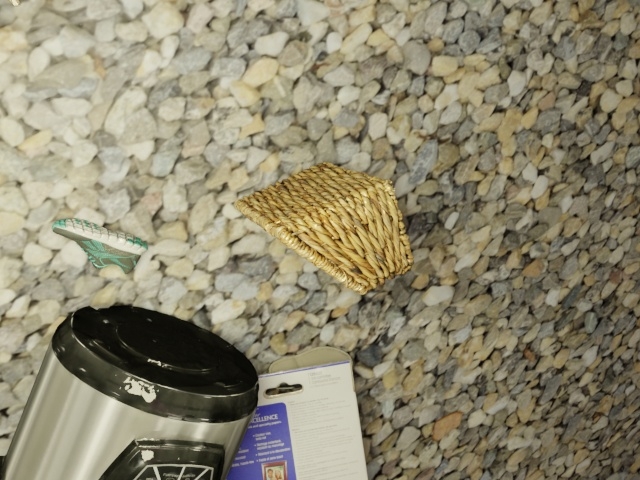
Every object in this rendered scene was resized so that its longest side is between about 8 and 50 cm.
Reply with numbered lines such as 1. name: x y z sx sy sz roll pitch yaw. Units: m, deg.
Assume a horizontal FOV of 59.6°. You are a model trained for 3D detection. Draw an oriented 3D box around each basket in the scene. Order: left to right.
1. basket: 0.000 0.000 1.046 0.223 0.299 0.214 -26 114 -17

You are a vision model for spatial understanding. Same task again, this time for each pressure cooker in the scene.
1. pressure cooker: -0.331 0.365 0.970 0.369 0.375 0.421 25 95 12

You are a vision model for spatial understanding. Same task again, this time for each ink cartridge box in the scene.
1. ink cartridge box: -0.062 0.424 1.187 0.303 0.072 0.307 -8 87 -6

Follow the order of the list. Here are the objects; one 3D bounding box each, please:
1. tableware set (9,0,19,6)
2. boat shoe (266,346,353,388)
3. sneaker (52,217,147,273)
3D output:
1. tableware set: -0.502 -0.470 0.843 0.194 0.039 0.128 40 83 -29
2. boat shoe: -0.027 0.290 1.255 0.206 0.075 0.065 -4 147 -27
3. sneaker: -0.404 0.014 1.012 0.166 0.065 0.076 22 98 -25
